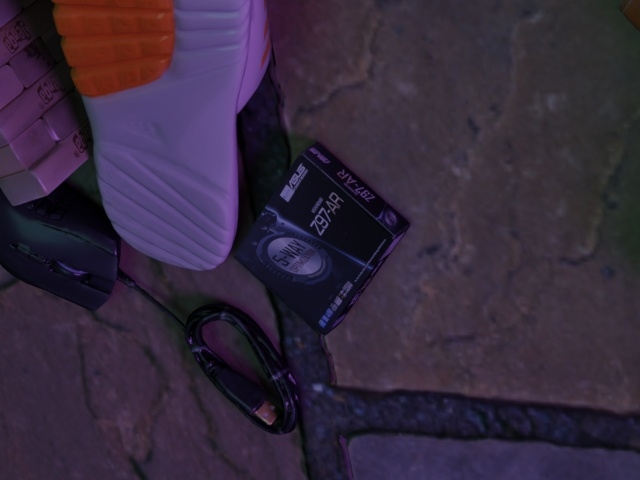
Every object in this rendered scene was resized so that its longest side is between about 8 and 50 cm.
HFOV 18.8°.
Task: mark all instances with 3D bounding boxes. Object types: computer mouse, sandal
[{"bbox_3d":[-0.112,0.034,1.087,0.242,0.041,0.071,34,125,15],"label":"computer mouse"},{"bbox_3d":[-0.075,-0.093,0.986,0.102,0.076,0.265,16,141,10],"label":"sandal"}]

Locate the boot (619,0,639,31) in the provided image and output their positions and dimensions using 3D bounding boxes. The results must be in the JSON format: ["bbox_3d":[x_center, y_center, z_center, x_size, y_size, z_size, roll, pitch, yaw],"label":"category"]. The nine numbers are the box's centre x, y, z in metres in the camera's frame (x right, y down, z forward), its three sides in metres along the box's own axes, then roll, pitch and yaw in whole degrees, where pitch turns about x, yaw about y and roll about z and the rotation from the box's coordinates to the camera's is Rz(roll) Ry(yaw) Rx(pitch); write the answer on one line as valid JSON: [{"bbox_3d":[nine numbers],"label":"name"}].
[{"bbox_3d":[0.188,-0.054,0.832,0.152,0.073,0.197,37,115,12],"label":"boot"}]

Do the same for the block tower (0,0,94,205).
[{"bbox_3d":[-0.233,-0.173,0.999,0.097,0.091,0.335,-15,114,41],"label":"block tower"}]

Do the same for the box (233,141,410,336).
[{"bbox_3d":[0.000,0.000,1.011,0.067,0.018,0.083,42,128,9],"label":"box"}]
